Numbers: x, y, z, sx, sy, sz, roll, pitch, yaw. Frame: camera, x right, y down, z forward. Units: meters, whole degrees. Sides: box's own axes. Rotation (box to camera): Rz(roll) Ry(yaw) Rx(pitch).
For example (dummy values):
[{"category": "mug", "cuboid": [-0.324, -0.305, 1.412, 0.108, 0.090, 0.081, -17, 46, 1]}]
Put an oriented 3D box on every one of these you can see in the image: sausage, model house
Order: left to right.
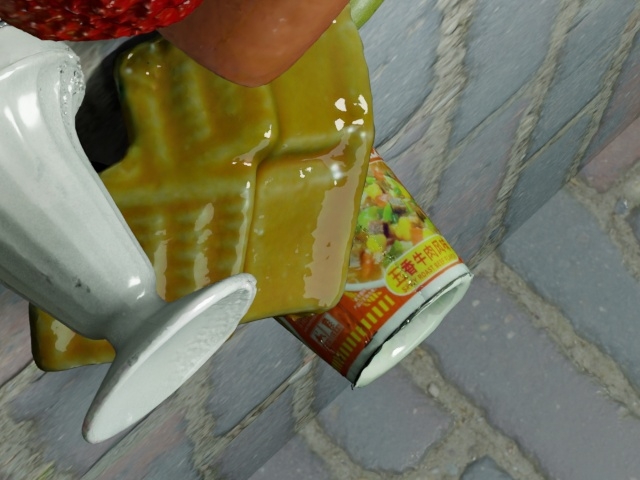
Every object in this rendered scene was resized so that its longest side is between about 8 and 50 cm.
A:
[{"category": "model house", "cuboid": [-0.101, -0.031, 1.229, 0.239, 0.173, 0.268, -13, 118, -45]}, {"category": "sausage", "cuboid": [0.007, -0.206, 1.046, 0.259, 0.113, 0.113, -50, 167, 27]}]

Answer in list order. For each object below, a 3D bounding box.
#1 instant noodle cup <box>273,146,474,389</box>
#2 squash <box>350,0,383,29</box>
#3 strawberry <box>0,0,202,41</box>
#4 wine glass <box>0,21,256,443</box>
[{"category": "instant noodle cup", "cuboid": [0.000, 0.000, 1.461, 0.193, 0.212, 0.193, -42, 168, -11]}, {"category": "squash", "cuboid": [0.032, -0.191, 1.316, 0.183, 0.052, 0.052, -47, 168, 6]}, {"category": "strawberry", "cuboid": [-0.104, -0.154, 0.858, 0.148, 0.131, 0.131, -12, 161, -8]}, {"category": "wine glass", "cuboid": [-0.147, 0.002, 1.026, 0.165, 0.196, 0.165, -40, 169, -10]}]
